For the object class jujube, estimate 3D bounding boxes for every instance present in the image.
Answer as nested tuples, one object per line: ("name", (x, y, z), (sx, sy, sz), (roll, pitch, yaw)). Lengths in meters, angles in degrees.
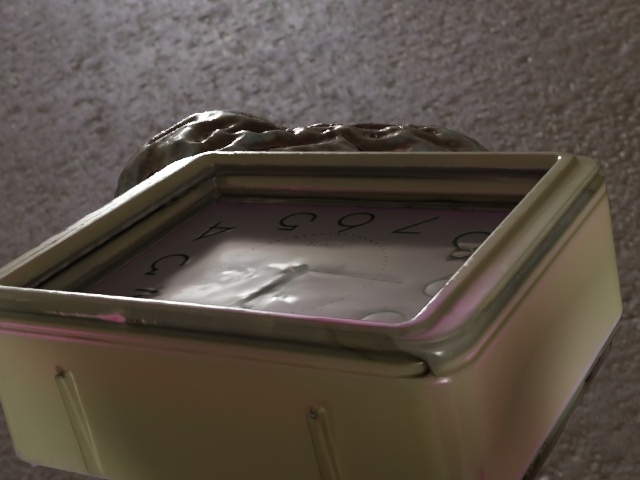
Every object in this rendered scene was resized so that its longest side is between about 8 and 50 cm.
("jujube", (0.000, 0.000, 0.898), (0.317, 0.226, 0.226), (-3, 33, -15))

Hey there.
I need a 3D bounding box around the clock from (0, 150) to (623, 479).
("clock", (-0.006, 0.025, 0.401), (0.192, 0.071, 0.147), (3, 26, 32))
